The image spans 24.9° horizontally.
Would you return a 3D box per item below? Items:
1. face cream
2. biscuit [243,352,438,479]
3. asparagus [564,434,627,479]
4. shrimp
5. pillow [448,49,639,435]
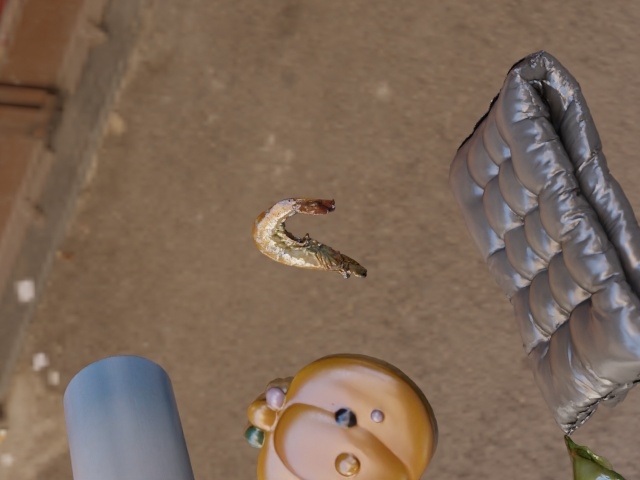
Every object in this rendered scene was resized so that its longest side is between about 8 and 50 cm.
[{"bbox_3d":[-0.108,0.180,0.883,0.077,0.077,0.250,-58,31,28],"label":"face cream"},{"bbox_3d":[0.009,0.174,1.217,0.170,0.050,0.170,2,96,17],"label":"biscuit"},{"bbox_3d":[0.245,0.286,0.997,0.085,0.082,0.343,-19,60,12],"label":"asparagus"},{"bbox_3d":[0.000,0.000,1.331,0.091,0.127,0.025,-43,34,36],"label":"shrimp"},{"bbox_3d":[0.233,0.007,1.404,0.326,0.101,0.228,65,159,16],"label":"pillow"}]
